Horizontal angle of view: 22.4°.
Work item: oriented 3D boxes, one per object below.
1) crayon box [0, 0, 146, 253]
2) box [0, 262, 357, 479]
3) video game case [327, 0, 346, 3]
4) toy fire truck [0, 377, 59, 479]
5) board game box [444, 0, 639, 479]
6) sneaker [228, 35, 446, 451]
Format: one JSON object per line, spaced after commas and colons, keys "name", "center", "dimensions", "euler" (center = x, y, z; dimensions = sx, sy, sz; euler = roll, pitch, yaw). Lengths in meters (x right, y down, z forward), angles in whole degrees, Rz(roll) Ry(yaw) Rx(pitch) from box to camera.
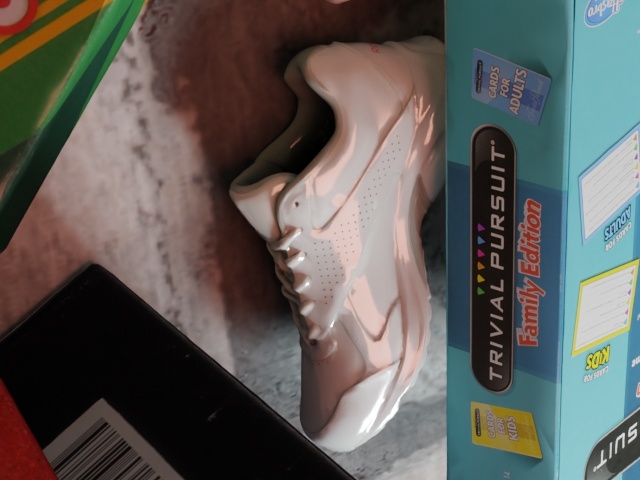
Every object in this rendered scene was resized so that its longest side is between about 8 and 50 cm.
{"name": "crayon box", "center": [-0.139, -0.180, 0.631], "dimensions": [0.202, 0.081, 0.318], "euler": [28, 84, -2]}
{"name": "box", "center": [-0.039, 0.207, 0.794], "dimensions": [0.183, 0.296, 0.294], "euler": [-41, 126, -11]}
{"name": "video game case", "center": [0.072, -0.259, 0.839], "dimensions": [0.206, 0.026, 0.227], "euler": [-22, 120, -23]}
{"name": "toy fire truck", "center": [-0.224, 0.130, 0.554], "dimensions": [0.302, 0.254, 0.169], "euler": [-26, 156, -25]}
{"name": "board game box", "center": [0.174, -0.025, 0.917], "dimensions": [0.254, 0.079, 0.336], "euler": [-26, 124, -43]}
{"name": "sneaker", "center": [0.000, 0.000, 0.873], "dimensions": [0.115, 0.090, 0.232], "euler": [4, 98, -26]}
